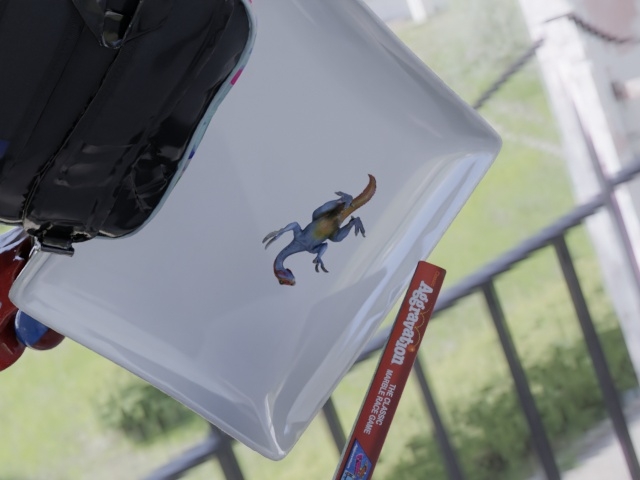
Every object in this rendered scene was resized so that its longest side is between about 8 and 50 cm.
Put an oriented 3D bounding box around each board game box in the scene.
[{"bbox_3d":[0.029,0.161,1.288,0.145,0.027,0.281,110,-177,-52],"label":"board game box"}]

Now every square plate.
[{"bbox_3d":[-0.042,-0.027,1.371,0.049,0.347,0.344,32,85,44],"label":"square plate"}]

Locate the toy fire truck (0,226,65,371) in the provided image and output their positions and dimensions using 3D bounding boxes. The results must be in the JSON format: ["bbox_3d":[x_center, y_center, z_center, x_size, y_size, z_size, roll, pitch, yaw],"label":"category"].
[{"bbox_3d":[-0.290,0.045,1.663,0.302,0.169,0.254,-23,30,21],"label":"toy fire truck"}]

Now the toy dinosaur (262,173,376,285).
[{"bbox_3d":[0.000,0.000,1.268,0.082,0.047,0.090,-35,-3,44],"label":"toy dinosaur"}]

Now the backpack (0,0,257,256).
[{"bbox_3d":[-0.162,-0.136,1.044,0.225,0.191,0.253,12,-38,-26],"label":"backpack"}]
